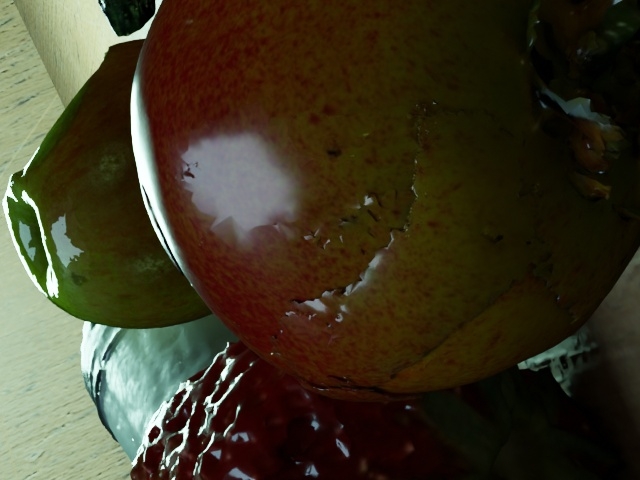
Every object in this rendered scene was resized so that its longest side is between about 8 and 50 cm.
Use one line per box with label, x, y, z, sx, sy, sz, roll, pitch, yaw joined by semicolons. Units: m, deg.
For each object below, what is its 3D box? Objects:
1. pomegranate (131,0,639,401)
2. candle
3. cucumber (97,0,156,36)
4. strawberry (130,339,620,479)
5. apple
pomegranate;0.039;-0.044;0.695;0.235;0.210;0.210;-16;101;47
candle;-0.077;0.159;1.667;0.342;0.221;0.221;47;159;50
cucumber;-0.193;-0.292;1.637;0.078;0.062;0.211;-75;-32;-49
strawberry;0.013;0.155;1.008;0.277;0.257;0.257;-14;102;48
apple;-0.153;-0.043;1.541;0.246;0.226;0.246;59;165;26
